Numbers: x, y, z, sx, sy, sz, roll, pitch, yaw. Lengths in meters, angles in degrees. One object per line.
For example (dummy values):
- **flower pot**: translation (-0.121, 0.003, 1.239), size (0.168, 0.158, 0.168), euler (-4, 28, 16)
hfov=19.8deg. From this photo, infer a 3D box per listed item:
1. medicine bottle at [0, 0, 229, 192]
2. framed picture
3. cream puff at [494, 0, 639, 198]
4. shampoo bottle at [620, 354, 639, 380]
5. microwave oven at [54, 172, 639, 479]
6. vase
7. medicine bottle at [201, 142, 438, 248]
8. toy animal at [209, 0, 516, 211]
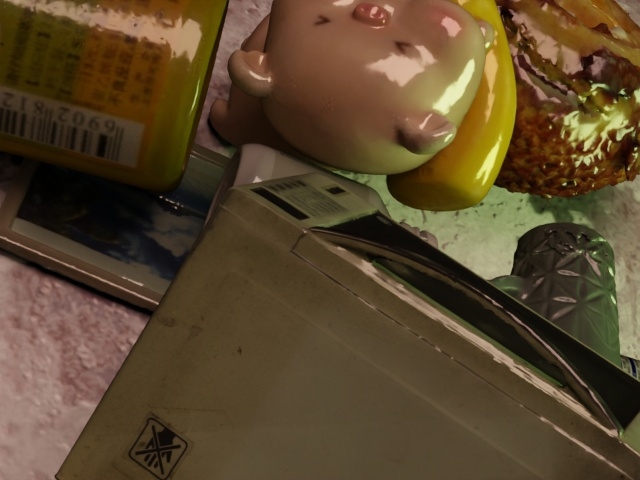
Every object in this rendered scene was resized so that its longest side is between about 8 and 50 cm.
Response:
- **medicine bottle**: translation (-0.295, -0.194, 1.756), size (0.384, 0.224, 0.224), euler (14, 48, -2)
- **framed picture**: translation (-0.155, -0.018, 1.839), size (0.315, 0.024, 0.232), euler (24, 46, -9)
- **cream puff**: translation (0.230, -0.175, 2.020), size (0.350, 0.228, 0.350), euler (30, 23, -14)
- **shampoo bottle**: translation (0.264, 0.151, 1.870), size (0.303, 0.092, 0.092), euler (16, 48, -13)
- **microwave oven**: translation (0.052, 0.168, 1.497), size (0.394, 0.333, 0.247), euler (33, 9, 12)
- **vase**: translation (0.212, 0.117, 1.722), size (0.251, 0.156, 0.301), euler (40, 42, -28)
- **medicine bottle**: translation (0.000, 0.000, 1.795), size (0.215, 0.135, 0.135), euler (22, 47, -11)
- **toy animal**: translation (0.025, -0.189, 1.823), size (0.345, 0.277, 0.247), euler (21, 9, 32)
